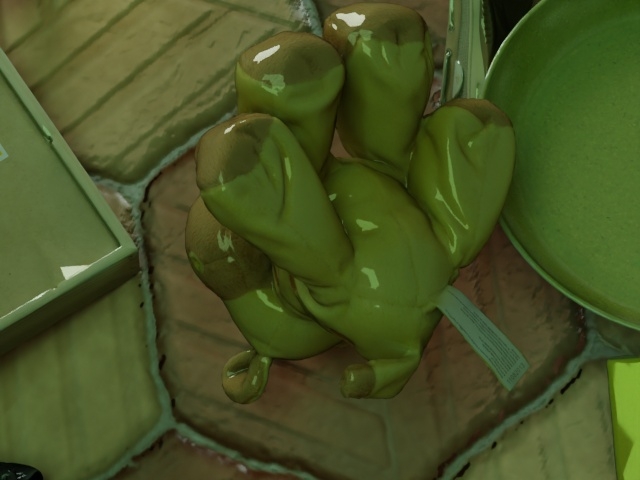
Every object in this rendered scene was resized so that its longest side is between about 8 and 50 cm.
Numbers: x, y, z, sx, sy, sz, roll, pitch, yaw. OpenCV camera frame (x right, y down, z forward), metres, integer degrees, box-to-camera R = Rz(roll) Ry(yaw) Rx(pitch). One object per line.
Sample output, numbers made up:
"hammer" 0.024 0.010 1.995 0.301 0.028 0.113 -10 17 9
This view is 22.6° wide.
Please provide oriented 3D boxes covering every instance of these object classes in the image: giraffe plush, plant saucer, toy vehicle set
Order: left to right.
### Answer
"toy vehicle set" -0.248 -0.049 0.961 0.166 0.035 0.267 -31 72 -17
"giraffe plush" 0.000 0.000 0.853 0.181 0.170 0.210 -29 94 -32
"plant saucer" 0.205 -0.050 0.876 0.241 0.037 0.240 -2 65 4

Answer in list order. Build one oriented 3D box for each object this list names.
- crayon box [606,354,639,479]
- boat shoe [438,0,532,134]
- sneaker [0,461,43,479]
"crayon box" 0.313 0.146 0.809 0.319 0.081 0.202 -4 76 10
"boat shoe" 0.091 -0.128 0.933 0.048 0.056 0.153 -6 80 40
"sneaker" -0.200 0.143 0.929 0.089 0.051 0.170 -19 79 6
